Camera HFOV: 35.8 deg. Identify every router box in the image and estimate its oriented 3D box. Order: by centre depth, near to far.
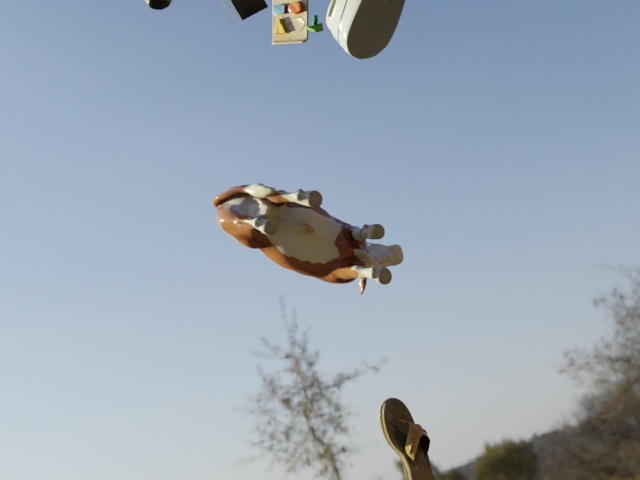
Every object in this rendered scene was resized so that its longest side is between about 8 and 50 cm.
[{"bbox_3d":[-0.143,-0.389,1.367,0.046,0.179,0.133,-31,16,-6],"label":"router box"}]

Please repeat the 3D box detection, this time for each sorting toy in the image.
[{"bbox_3d":[-0.028,-0.264,1.170,0.083,0.062,0.012,7,6,41],"label":"sorting toy"}]

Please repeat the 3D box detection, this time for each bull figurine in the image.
[{"bbox_3d":[0.000,0.000,1.393,0.310,0.101,0.188,19,-11,-24],"label":"bull figurine"}]

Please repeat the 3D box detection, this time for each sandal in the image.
[{"bbox_3d":[0.155,0.337,1.618,0.049,0.180,0.072,-26,-4,41],"label":"sandal"}]

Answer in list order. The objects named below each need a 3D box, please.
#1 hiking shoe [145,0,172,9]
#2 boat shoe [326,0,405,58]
[{"bbox_3d":[-0.257,-0.446,1.661,0.086,0.114,0.227,-3,9,-16],"label":"hiking shoe"},{"bbox_3d":[0.101,-0.494,1.629,0.135,0.156,0.367,-2,-52,-36],"label":"boat shoe"}]
